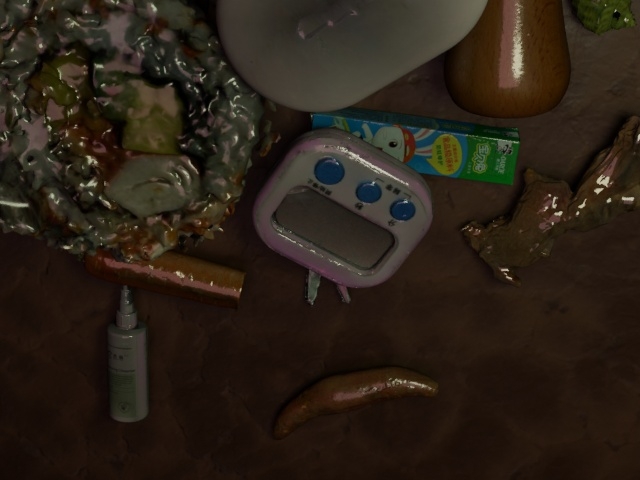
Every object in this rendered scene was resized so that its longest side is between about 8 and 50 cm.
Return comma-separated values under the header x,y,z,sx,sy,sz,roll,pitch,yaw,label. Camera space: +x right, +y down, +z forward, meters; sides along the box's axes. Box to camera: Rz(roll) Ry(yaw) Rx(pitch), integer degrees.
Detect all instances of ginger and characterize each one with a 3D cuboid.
x,y,z,sx,sy,sz,roll,pitch,yaw,label
0.320,-0.055,1.755,0.290,0.084,0.122,-35,83,19,ginger

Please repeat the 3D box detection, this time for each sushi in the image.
x,y,z,sx,sy,sz,roll,pitch,yaw,label
-0.249,-0.161,1.691,0.417,0.176,0.417,0,110,1,sushi

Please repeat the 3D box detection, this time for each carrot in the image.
x,y,z,sx,sy,sz,roll,pitch,yaw,label
-0.213,0.041,1.827,0.225,0.067,0.067,16,111,-4,carrot

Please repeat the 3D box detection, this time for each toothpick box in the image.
x,y,z,sx,sy,sz,roll,pitch,yaw,label
0.222,-0.303,1.606,0.192,0.192,0.294,0,118,4,toothpick box

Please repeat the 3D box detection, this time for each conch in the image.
x,y,z,sx,sy,sz,roll,pitch,yaw,label
0.340,-0.303,1.665,0.121,0.074,0.089,43,82,8,conch

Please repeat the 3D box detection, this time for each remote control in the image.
x,y,z,sx,sy,sz,roll,pitch,yaw,label
0.034,-0.275,1.521,0.332,0.103,0.221,-29,102,21,remote control

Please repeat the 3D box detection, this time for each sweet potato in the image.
x,y,z,sx,sy,sz,roll,pitch,yaw,label
0.034,0.214,1.882,0.255,0.058,0.078,-20,129,15,sweet potato

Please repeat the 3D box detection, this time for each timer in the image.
x,y,z,sx,sy,sz,roll,pitch,yaw,label
0.028,-0.042,1.737,0.208,0.069,0.191,28,123,-14,timer

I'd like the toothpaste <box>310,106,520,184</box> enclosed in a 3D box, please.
x,y,z,sx,sy,sz,roll,pitch,yaw,label
0.118,-0.125,1.747,0.267,0.050,0.065,8,112,1,toothpaste

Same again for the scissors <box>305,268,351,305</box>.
x,y,z,sx,sy,sz,roll,pitch,yaw,label
0.000,0.000,1.820,0.133,0.020,0.187,-5,109,9,scissors

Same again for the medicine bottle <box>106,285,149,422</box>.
x,y,z,sx,sy,sz,roll,pitch,yaw,label
-0.265,0.150,1.877,0.058,0.057,0.199,4,112,3,medicine bottle
